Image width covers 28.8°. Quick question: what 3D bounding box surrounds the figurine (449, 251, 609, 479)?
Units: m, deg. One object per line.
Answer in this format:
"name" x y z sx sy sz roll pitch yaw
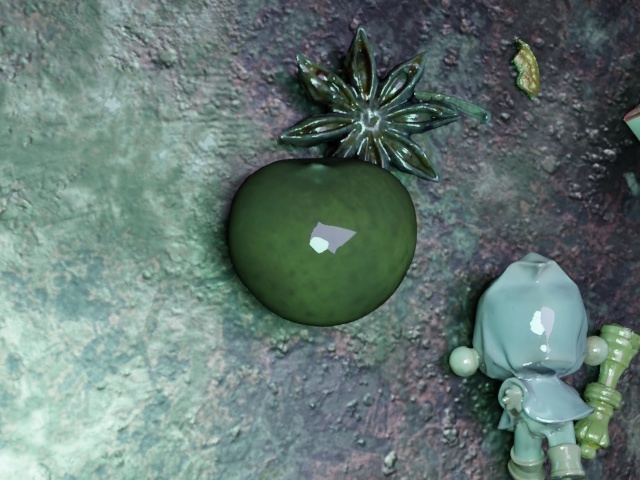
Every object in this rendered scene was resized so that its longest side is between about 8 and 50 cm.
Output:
"figurine" 0.260 0.154 1.501 0.200 0.133 0.276 -5 82 -6

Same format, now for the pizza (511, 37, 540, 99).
"pizza" 0.269 -0.225 1.632 0.037 0.016 0.083 -15 91 -24

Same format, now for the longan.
"longan" 0.000 0.000 1.394 0.220 0.196 0.197 -1 81 -27

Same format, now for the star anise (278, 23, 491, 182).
"star anise" 0.072 -0.145 1.503 0.262 0.081 0.230 -6 83 -12

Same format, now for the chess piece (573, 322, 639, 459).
"chess piece" 0.357 0.193 1.576 0.060 0.060 0.172 25 77 -16

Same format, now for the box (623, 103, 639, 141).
"box" 0.649 -0.161 1.618 0.312 0.300 0.314 -40 96 -22
